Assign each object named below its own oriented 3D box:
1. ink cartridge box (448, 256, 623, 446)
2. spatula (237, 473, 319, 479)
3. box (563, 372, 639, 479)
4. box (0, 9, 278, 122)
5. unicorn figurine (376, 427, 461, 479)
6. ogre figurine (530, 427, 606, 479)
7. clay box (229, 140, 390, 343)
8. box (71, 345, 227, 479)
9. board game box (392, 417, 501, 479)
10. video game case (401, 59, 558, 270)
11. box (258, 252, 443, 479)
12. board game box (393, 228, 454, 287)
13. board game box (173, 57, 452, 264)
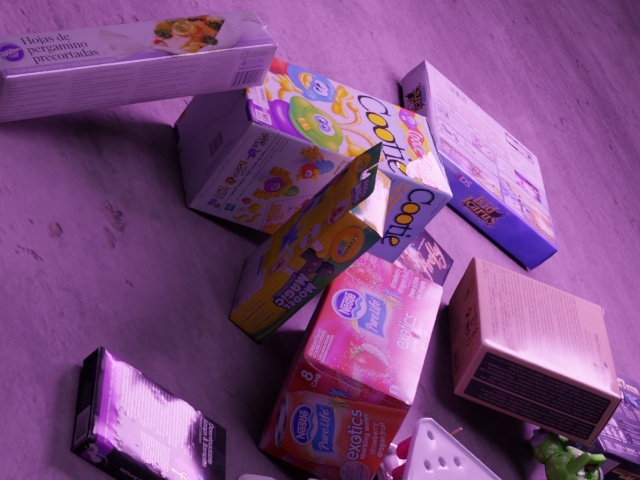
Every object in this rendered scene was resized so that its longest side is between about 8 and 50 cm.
[{"bbox_3d":[0.266,0.137,2.098,0.193,0.088,0.234,23,25,-8],"label":"ink cartridge box"},{"bbox_3d":[0.013,0.313,1.532,0.168,0.019,0.242,9,40,-20],"label":"spatula"},{"bbox_3d":[0.395,0.253,2.279,0.233,0.059,0.183,24,34,-45],"label":"box"},{"bbox_3d":[-0.197,-0.183,1.711,0.324,0.067,0.063,-12,52,-33],"label":"box"},{"bbox_3d":[0.080,0.243,1.790,0.111,0.060,0.162,41,43,-22],"label":"unicorn figurine"},{"bbox_3d":[0.318,0.298,2.058,0.118,0.097,0.197,33,40,-56],"label":"ogre figurine"},{"bbox_3d":[0.000,0.000,1.773,0.053,0.222,0.127,41,27,-17],"label":"clay box"},{"bbox_3d":[-0.152,0.182,1.509,0.162,0.029,0.116,36,30,-27],"label":"box"},{"bbox_3d":[0.189,0.429,1.663,0.390,0.050,0.390,42,35,-18],"label":"board game box"},{"bbox_3d":[0.237,-0.114,2.508,0.269,0.061,0.244,37,27,-27],"label":"video game case"},{"bbox_3d":[0.036,0.130,1.736,0.123,0.128,0.257,25,29,-1],"label":"box"},{"bbox_3d":[0.080,0.024,2.084,0.165,0.042,0.243,47,26,-8],"label":"board game box"},{"bbox_3d":[-0.010,-0.093,1.912,0.275,0.144,0.142,19,38,-30],"label":"board game box"}]
